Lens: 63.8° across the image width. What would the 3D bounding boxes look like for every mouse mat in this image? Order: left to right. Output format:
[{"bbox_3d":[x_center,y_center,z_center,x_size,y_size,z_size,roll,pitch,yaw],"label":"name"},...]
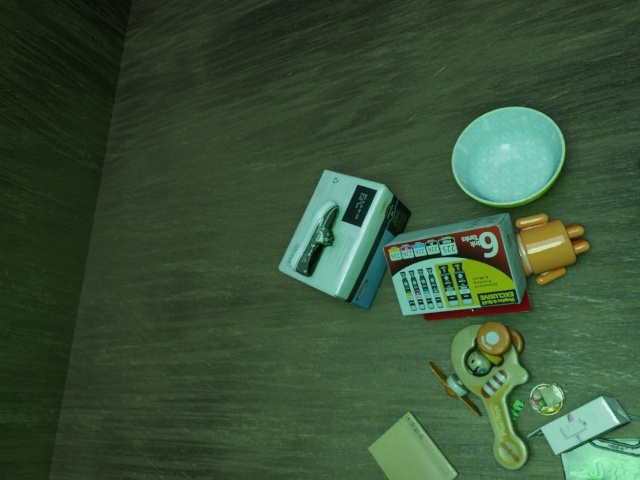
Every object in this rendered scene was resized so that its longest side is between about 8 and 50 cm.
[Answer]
[{"bbox_3d":[0.664,0.539,1.186,0.190,0.007,0.152,-12,67,25],"label":"mouse mat"}]

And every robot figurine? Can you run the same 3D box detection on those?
[{"bbox_3d":[0.577,0.024,1.344,0.220,0.158,0.128,-19,43,22],"label":"robot figurine"}]

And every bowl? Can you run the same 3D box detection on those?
[{"bbox_3d":[0.530,-0.209,1.434,0.290,0.156,0.289,-10,69,27],"label":"bowl"}]

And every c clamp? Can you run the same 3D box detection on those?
[{"bbox_3d":[0.701,0.426,1.193,0.161,0.022,0.137,-3,73,29],"label":"c clamp"}]

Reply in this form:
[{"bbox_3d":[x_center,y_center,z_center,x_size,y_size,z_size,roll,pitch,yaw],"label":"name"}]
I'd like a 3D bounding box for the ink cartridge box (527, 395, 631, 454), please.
[{"bbox_3d":[0.591,0.433,1.180,0.198,0.115,0.067,-41,53,26],"label":"ink cartridge box"}]

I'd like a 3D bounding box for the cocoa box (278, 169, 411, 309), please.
[{"bbox_3d":[0.082,0.000,1.572,0.232,0.228,0.346,21,84,34],"label":"cocoa box"}]

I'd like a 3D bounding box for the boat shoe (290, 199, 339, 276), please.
[{"bbox_3d":[0.000,0.000,1.436,0.076,0.080,0.228,33,92,28],"label":"boat shoe"}]

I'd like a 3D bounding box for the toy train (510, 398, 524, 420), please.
[{"bbox_3d":[0.491,0.443,1.311,0.024,0.017,0.083,31,90,44],"label":"toy train"}]

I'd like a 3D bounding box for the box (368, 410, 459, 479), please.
[{"bbox_3d":[0.246,0.597,1.393,0.164,0.021,0.201,-45,58,9],"label":"box"}]

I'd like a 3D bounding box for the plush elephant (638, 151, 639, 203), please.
[{"bbox_3d":[0.937,-0.173,1.159,0.256,0.271,0.330,36,131,-1],"label":"plush elephant"}]

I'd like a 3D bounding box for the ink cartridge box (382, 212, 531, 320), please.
[{"bbox_3d":[0.358,0.098,1.338,0.310,0.130,0.271,-13,100,34],"label":"ink cartridge box"}]

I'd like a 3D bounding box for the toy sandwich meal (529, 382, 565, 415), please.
[{"bbox_3d":[0.564,0.394,1.278,0.086,0.029,0.085,-10,68,27],"label":"toy sandwich meal"}]

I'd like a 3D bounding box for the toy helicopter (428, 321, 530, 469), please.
[{"bbox_3d":[0.420,0.390,1.299,0.235,0.140,0.354,-25,62,28],"label":"toy helicopter"}]
